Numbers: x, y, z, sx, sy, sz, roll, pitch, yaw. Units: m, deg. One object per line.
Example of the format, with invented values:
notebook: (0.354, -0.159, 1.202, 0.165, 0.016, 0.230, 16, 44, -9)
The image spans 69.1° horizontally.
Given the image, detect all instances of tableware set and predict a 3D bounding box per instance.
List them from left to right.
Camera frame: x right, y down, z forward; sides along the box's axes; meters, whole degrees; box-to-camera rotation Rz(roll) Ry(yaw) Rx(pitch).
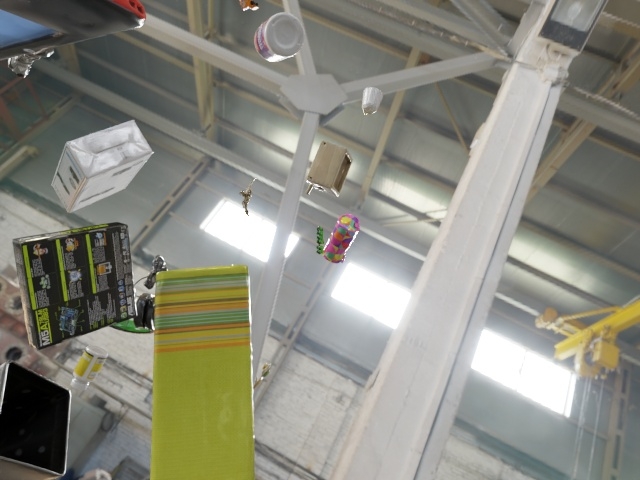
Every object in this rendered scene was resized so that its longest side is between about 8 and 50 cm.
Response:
tableware set: (-0.223, 0.470, 1.548, 0.024, 0.154, 0.104, 36, -35, 17)

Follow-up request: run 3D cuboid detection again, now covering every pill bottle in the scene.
pill bottle: (-0.678, 0.372, 1.356, 0.065, 0.116, 0.065, 27, -6, 3)
pill bottle: (-0.121, -0.550, 1.272, 0.108, 0.108, 0.193, 47, -4, -24)

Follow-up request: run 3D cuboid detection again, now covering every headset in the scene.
headset: (-0.634, 0.200, 1.601, 0.243, 0.185, 0.394, 25, -39, -23)

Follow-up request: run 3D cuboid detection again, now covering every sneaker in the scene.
sneaker: (-0.921, -0.572, 1.469, 0.228, 0.132, 0.086, 33, 15, 37)

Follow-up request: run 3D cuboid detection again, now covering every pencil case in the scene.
pencil case: (0.087, -0.003, 1.922, 0.104, 0.104, 0.236, 28, -41, 5)

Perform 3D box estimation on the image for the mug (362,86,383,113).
mug: (0.159, -0.426, 1.447, 0.062, 0.064, 0.078, 7, -19, 23)

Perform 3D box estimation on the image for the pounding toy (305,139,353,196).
pounding toy: (0.013, -0.180, 1.234, 0.100, 0.130, 0.141, 22, -1, 13)

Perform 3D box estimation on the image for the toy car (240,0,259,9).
toy car: (-0.202, -0.678, 1.322, 0.040, 0.122, 0.060, -40, -68, 21)

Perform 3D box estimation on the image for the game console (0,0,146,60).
game console: (-0.424, -0.242, 0.432, 0.386, 0.060, 0.342, 2, -1, 25)

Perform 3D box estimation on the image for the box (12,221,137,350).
box: (-0.429, 0.074, 0.830, 0.045, 0.184, 0.191, 13, -70, 40)

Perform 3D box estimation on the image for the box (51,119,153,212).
box: (-0.539, -0.173, 1.132, 0.290, 0.169, 0.087, -21, -78, 54)

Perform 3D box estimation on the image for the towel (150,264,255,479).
towel: (-0.120, 0.143, 0.476, 0.102, 0.237, 0.021, -4, -18, -2)

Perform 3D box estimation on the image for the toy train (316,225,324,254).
toy train: (0.000, 0.000, 1.348, 0.017, 0.083, 0.023, -7, -12, 39)

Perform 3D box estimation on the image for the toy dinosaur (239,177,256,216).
toy dinosaur: (-0.317, -0.197, 2.005, 0.053, 0.183, 0.092, 9, -7, 0)

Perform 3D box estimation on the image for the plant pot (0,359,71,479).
plant pot: (-0.634, 0.381, 0.919, 0.166, 0.188, 0.188, -22, -40, 2)
